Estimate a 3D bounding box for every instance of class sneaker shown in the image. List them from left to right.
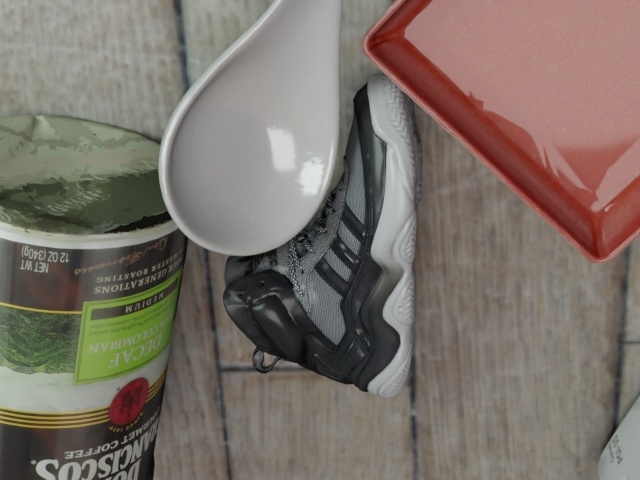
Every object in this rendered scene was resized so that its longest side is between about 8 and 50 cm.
[{"bbox_3d":[0.000,0.000,0.916,0.153,0.101,0.269,3,115,6],"label":"sneaker"}]

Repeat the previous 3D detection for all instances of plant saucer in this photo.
[{"bbox_3d":[0.206,-0.152,0.845,0.258,0.048,0.259,40,108,-14],"label":"plant saucer"}]

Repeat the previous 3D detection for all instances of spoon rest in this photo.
[{"bbox_3d":[-0.035,-0.124,0.811,0.137,0.084,0.276,7,96,-33],"label":"spoon rest"}]

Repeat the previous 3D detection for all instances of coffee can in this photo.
[{"bbox_3d":[-0.214,0.067,0.913,0.201,0.201,0.275,12,116,0],"label":"coffee can"}]

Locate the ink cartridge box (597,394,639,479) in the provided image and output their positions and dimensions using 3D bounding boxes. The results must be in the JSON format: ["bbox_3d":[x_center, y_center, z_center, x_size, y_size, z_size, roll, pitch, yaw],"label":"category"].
[{"bbox_3d":[0.386,0.237,0.936,0.283,0.207,0.117,21,115,-5],"label":"ink cartridge box"}]
